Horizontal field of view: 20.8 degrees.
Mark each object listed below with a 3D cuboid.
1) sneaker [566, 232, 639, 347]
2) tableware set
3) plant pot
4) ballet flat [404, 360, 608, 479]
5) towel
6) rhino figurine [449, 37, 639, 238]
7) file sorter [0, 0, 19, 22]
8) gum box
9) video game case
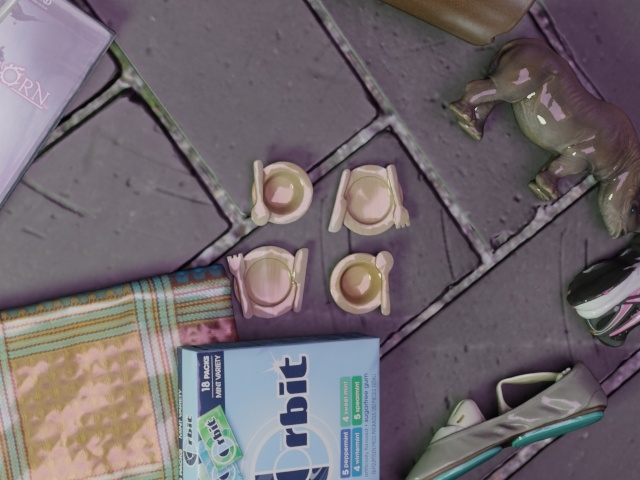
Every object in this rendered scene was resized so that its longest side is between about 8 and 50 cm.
[{"bbox_3d":[0.316,0.034,1.627,0.178,0.072,0.077,-30,115,-3],"label":"sneaker"},{"bbox_3d":[0.000,0.000,1.546,0.168,0.020,0.141,1,96,-16],"label":"tableware set"},{"bbox_3d":[0.099,-0.255,1.482,0.165,0.167,0.167,28,88,-25],"label":"plant pot"},{"bbox_3d":[0.160,0.168,1.597,0.213,0.072,0.068,-21,74,-14],"label":"ballet flat"},{"bbox_3d":[-0.233,0.186,1.488,0.370,0.040,0.271,-13,100,-15],"label":"towel"},{"bbox_3d":[0.230,-0.086,1.578,0.243,0.073,0.106,39,87,-18],"label":"rhino figurine"},{"bbox_3d":[-0.362,-0.240,1.255,0.173,0.277,0.193,-49,141,-1],"label":"file sorter"},{"bbox_3d":[-0.035,0.165,1.518,0.184,0.041,0.157,-2,94,-30],"label":"gum box"},{"bbox_3d":[-0.324,-0.113,1.437,0.196,0.026,0.274,34,87,-17],"label":"video game case"}]
